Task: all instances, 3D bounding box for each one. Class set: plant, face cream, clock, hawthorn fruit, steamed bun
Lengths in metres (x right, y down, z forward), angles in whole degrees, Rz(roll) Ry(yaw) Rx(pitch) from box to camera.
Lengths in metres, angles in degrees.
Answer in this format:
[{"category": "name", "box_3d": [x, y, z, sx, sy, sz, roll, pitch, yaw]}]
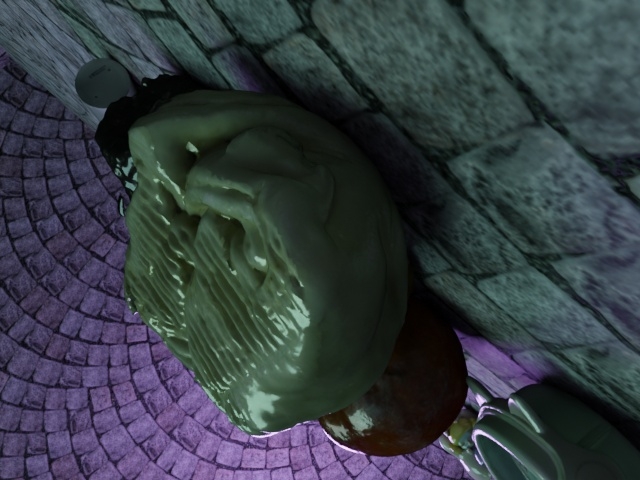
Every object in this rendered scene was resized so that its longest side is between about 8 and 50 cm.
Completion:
[{"category": "plant", "box_3d": [-0.187, -0.096, 0.729, 0.178, 0.204, 0.234, 44, 163, 44]}, {"category": "face cream", "box_3d": [-0.398, -0.264, 1.038, 0.096, 0.096, 0.214, 41, 169, 1]}, {"category": "clock", "box_3d": [0.308, 0.299, 0.641, 0.324, 0.108, 0.265, 56, 170, -1]}, {"category": "hawthorn fruit", "box_3d": [0.104, 0.198, 0.753, 0.263, 0.235, 0.231, 34, 161, -3]}, {"category": "steamed bun", "box_3d": [-0.051, 0.008, 0.575, 0.394, 0.237, 0.347, -4, 104, 50]}]

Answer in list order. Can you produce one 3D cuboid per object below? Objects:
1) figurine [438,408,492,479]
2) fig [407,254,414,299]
[{"category": "figurine", "box_3d": [0.345, 0.477, 1.306, 0.235, 0.127, 0.155, 39, -172, 27]}, {"category": "fig", "box_3d": [0.086, 0.039, 0.650, 0.089, 0.089, 0.125, 41, 141, 2]}]
